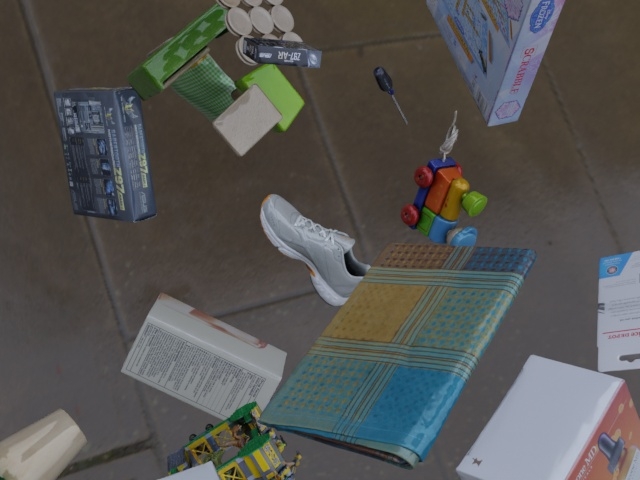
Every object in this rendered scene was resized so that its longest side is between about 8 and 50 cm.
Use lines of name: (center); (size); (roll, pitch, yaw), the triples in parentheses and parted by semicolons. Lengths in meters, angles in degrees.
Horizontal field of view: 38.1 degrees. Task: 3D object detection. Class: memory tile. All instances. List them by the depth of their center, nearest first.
memory tile: (-0.082, -0.288, 1.146); (0.113, 0.012, 0.148); (-20, 88, -45)

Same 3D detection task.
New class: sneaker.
sneaker: (0.000, 0.000, 1.776); (0.262, 0.121, 0.099); (47, 39, -14)

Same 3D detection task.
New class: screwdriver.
screwdriver: (0.124, -0.242, 1.559); (0.024, 0.170, 0.025); (20, 79, 29)

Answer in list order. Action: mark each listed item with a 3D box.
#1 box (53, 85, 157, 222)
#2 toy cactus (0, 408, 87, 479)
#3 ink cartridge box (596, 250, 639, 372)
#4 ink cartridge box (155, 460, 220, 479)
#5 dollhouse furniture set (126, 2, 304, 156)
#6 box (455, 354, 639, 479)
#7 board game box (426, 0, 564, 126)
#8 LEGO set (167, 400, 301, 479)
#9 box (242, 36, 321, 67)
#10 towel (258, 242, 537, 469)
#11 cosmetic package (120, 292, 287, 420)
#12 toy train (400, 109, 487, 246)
box: (-0.383, -0.155, 1.648); (0.059, 0.183, 0.233); (-22, 111, -45)
toy cactus: (-0.255, 0.185, 0.662); (0.180, 0.219, 0.112); (-39, 77, -26)
ink cartridge box: (0.457, 0.108, 1.325); (0.060, 0.104, 0.180); (32, 57, -39)
ink cartridge box: (-0.148, 0.480, 1.229); (0.128, 0.307, 0.223); (-15, 113, -14)
dollhouse furniture set: (-0.185, -0.203, 1.382); (0.151, 0.301, 0.198); (-46, 108, -18)
box: (0.209, 0.206, 0.780); (0.130, 0.091, 0.171); (-50, 128, -26)
board game box: (0.288, -0.418, 1.574); (0.065, 0.318, 0.319); (-12, 60, -13)
LEGO set: (-0.138, 0.435, 1.585); (0.254, 0.331, 0.192); (-33, 99, -14)
box: (-0.041, -0.196, 0.960); (0.067, 0.083, 0.018); (2, 107, -17)
towel: (0.112, 0.140, 1.279); (0.370, 0.271, 0.040); (-51, 127, -32)
cosmetic package: (-0.234, 0.248, 1.895); (0.296, 0.153, 0.129); (28, 19, -5)
toy train: (0.258, -0.102, 1.753); (0.105, 0.248, 0.143); (-12, 42, -39)
